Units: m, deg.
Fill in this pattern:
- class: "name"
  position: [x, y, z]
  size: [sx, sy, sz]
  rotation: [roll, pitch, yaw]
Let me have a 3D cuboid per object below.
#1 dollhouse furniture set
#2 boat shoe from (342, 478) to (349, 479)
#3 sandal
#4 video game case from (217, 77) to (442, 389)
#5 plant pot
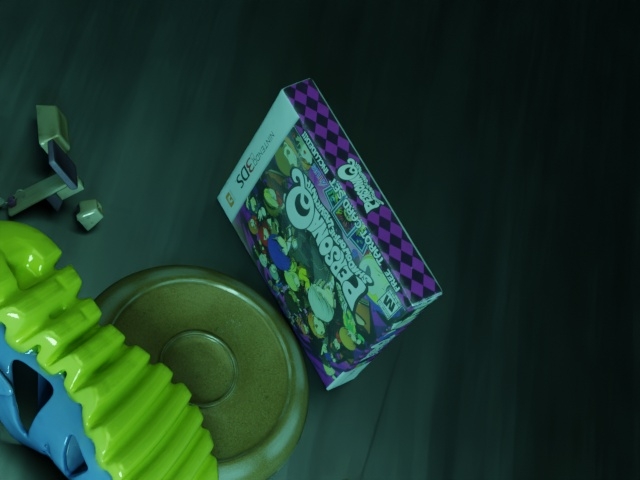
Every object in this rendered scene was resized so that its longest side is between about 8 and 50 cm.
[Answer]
- class: "dollhouse furniture set"
  position: [-0.270, -0.065, 1.228]
  size: [0.081, 0.091, 0.114]
  rotation: [-26, 44, 9]
- class: "boat shoe"
  position: [-0.004, 0.286, 1.118]
  size: [0.059, 0.063, 0.170]
  rotation: [38, 55, 7]
- class: "sandal"
  position: [-0.212, 0.137, 1.076]
  size: [0.317, 0.138, 0.126]
  rotation: [52, 33, 7]
- class: "video game case"
  position: [0.000, 0.000, 1.186]
  size: [0.041, 0.210, 0.232]
  rotation: [-22, 75, -30]
- class: "plant pot"
  position: [-0.116, 0.124, 1.178]
  size: [0.236, 0.032, 0.236]
  rotation: [10, 59, -18]
